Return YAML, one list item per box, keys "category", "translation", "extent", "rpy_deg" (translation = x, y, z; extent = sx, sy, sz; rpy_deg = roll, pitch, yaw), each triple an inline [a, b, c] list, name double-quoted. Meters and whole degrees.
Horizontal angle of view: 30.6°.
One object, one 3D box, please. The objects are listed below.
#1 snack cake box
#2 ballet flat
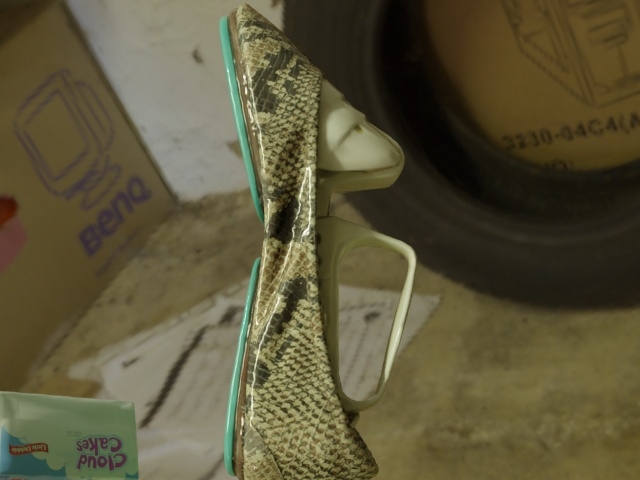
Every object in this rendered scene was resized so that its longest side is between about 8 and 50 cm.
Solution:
- category: "snack cake box"
  translation: [-0.319, 0.251, 1.219]
  extent: [0.264, 0.152, 0.089]
  rpy_deg: [-40, 50, 41]
- category: "ballet flat"
  translation: [0.000, 0.000, 1.112]
  extent: [0.182, 0.164, 0.483]
  rpy_deg: [-4, 74, 6]
